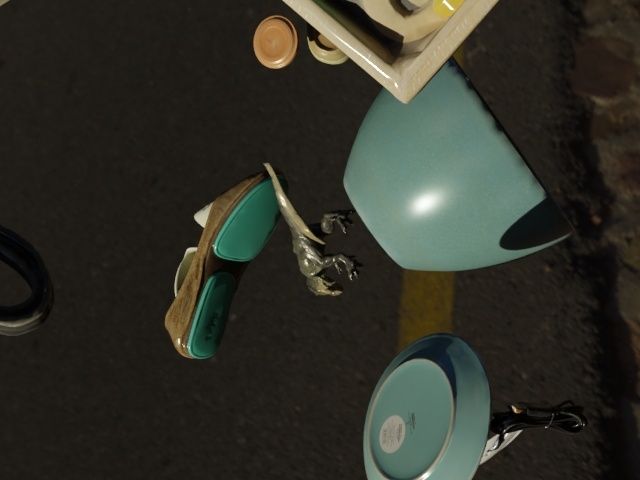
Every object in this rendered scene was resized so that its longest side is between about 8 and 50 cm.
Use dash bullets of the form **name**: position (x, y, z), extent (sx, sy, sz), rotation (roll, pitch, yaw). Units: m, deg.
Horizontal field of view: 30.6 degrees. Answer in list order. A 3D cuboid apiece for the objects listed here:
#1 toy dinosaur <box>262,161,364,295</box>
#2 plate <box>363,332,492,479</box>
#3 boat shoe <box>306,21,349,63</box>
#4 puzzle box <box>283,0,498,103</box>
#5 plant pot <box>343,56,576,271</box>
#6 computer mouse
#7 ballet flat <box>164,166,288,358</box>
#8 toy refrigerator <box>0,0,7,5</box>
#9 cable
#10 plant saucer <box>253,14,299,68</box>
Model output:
- **toy dinosaur**: position (0.000, 0.000, 1.735), extent (0.118, 0.268, 0.064), rotation (5, 43, 34)
- **plate**: position (0.095, 0.180, 1.155), extent (0.188, 0.024, 0.188), rotation (-31, 49, 44)
- **boat shoe**: position (0.034, -0.425, 1.861), extent (0.105, 0.089, 0.285), rotation (11, 92, 8)
- **puzzle box**: position (0.054, -0.279, 0.380), extent (0.409, 0.272, 0.052), rotation (-50, 0, 31)
- **plant pot**: position (0.145, -0.074, 1.414), extent (0.195, 0.290, 0.290), rotation (-36, 47, 11)
- **computer mouse**: position (0.168, 0.202, 1.180), extent (0.193, 0.106, 0.042), rotation (-33, 62, 49)
- **ballet flat**: position (-0.168, 0.023, 1.893), extent (0.124, 0.116, 0.342), rotation (32, 104, 42)
- **toy refrigerator**: position (-0.410, -0.342, 1.237), extent (0.102, 0.094, 0.269), rotation (-36, 51, -11)
- **cable**: position (-0.299, -0.053, 0.877), extent (0.140, 0.072, 0.287), rotation (-17, 62, -23)
- **plant saucer**: position (-0.071, -0.314, 1.850), extent (0.084, 0.013, 0.083), rotation (2, 93, 31)
